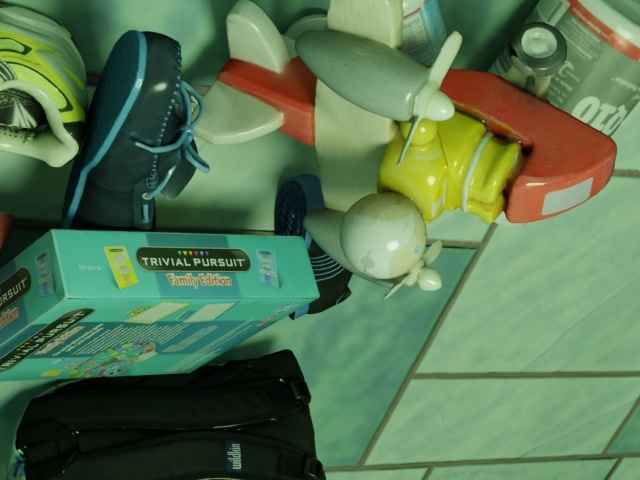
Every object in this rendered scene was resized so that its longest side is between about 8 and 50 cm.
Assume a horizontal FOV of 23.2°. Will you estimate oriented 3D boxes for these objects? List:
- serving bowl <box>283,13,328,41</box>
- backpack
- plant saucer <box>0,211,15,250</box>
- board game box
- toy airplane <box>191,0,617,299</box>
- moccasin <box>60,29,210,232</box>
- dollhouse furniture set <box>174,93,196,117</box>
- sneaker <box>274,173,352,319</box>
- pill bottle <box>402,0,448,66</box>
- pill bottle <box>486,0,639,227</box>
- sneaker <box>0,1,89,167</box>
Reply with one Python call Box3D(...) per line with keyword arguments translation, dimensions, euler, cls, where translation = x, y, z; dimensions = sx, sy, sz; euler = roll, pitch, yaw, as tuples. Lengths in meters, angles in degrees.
Box3D(translation=(-0.004, -0.212, 1.689), dimensions=(0.083, 0.027, 0.083), euler=(-4, 129, -5), cls="serving bowl")
Box3D(translation=(-0.202, 0.287, 1.892), dimensions=(0.355, 0.290, 0.273), euler=(4, 143, -25), cls="backpack")
Box3D(translation=(-0.467, 0.050, 1.556), dimensions=(0.258, 0.048, 0.259), euler=(-38, 155, 24), cls="plant saucer")
Box3D(translation=(-0.210, 0.073, 1.705), dimensions=(0.336, 0.079, 0.253), euler=(2, 155, -43), cls="board game box")
Box3D(translation=(0.051, -0.091, 1.576), dimensions=(0.384, 0.272, 0.386), euler=(-20, 139, 42), cls="toy airplane")
Box3D(translation=(-0.174, -0.100, 1.551), dimensions=(0.116, 0.138, 0.342), euler=(12, 155, -14), cls="moccasin")
Box3D(translation=(-0.191, -0.144, 1.668), dimensions=(0.114, 0.091, 0.081), euler=(-22, -175, 23), cls="dollhouse furniture set")
Box3D(translation=(0.000, 0.000, 1.874), dimensions=(0.090, 0.081, 0.232), euler=(-18, 144, -20), cls="sneaker")
Box3D(translation=(0.083, -0.247, 1.669), dimensions=(0.087, 0.087, 0.160), euler=(-28, 138, -4), cls="pill bottle")
Box3D(translation=(0.267, -0.161, 1.805), dimensions=(0.161, 0.161, 0.283), euler=(14, 122, -39), cls="pill bottle")
Box3D(translation=(-0.378, -0.165, 1.432), dimensions=(0.384, 0.147, 0.145), euler=(7, 128, -34), cls="sneaker")
